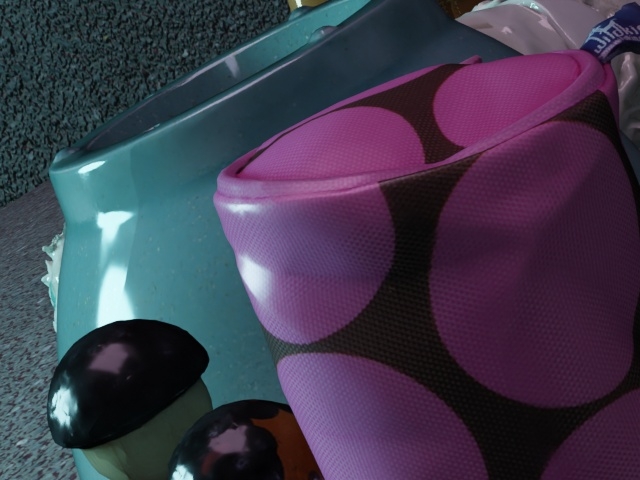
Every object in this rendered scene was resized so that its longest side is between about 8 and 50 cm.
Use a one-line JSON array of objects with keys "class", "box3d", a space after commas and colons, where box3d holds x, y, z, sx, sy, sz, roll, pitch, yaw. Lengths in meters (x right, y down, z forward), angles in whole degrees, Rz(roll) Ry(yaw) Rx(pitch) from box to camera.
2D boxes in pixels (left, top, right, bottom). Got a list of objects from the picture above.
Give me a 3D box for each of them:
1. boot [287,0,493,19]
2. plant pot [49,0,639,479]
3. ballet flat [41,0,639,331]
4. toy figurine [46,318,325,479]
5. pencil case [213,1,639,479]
[{"class": "boot", "box3d": [0.025, -0.083, 1.092, 0.283, 0.220, 0.109, -31, 12, -14]}, {"class": "plant pot", "box3d": [0.006, 0.011, 0.786, 0.293, 0.196, 0.293, -28, 11, 6]}, {"class": "ballet flat", "box3d": [0.040, -0.036, 0.965, 0.408, 0.147, 0.147, -27, 11, 3]}, {"class": "toy figurine", "box3d": [-0.074, 0.129, 0.567, 0.213, 0.148, 0.209, -31, 11, -14]}, {"class": "pencil case", "box3d": [0.054, 0.063, 0.391, 0.095, 0.209, 0.098, -18, 11, 4]}]
